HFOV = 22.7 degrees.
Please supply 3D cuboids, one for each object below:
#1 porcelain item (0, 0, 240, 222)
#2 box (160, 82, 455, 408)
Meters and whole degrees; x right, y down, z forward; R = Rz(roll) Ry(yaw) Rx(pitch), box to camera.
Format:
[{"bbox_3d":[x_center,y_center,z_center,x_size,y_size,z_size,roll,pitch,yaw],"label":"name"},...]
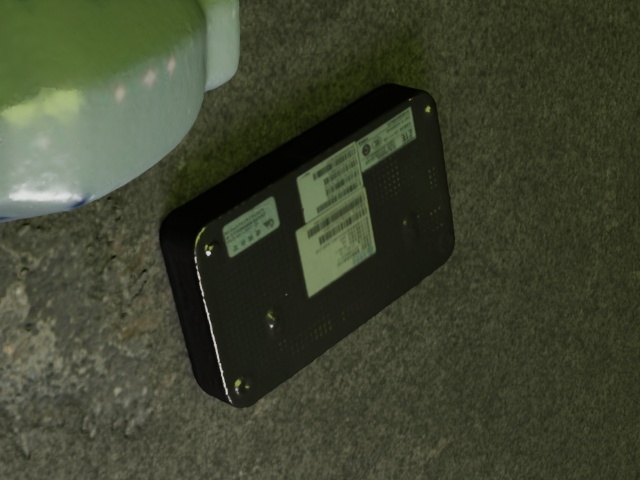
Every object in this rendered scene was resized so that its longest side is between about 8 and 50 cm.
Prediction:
[{"bbox_3d":[-0.222,-0.115,1.143,0.405,0.242,0.178,-42,118,-56],"label":"porcelain item"},{"bbox_3d":[0.000,0.000,1.595,0.350,0.058,0.211,-35,126,-35],"label":"box"}]
